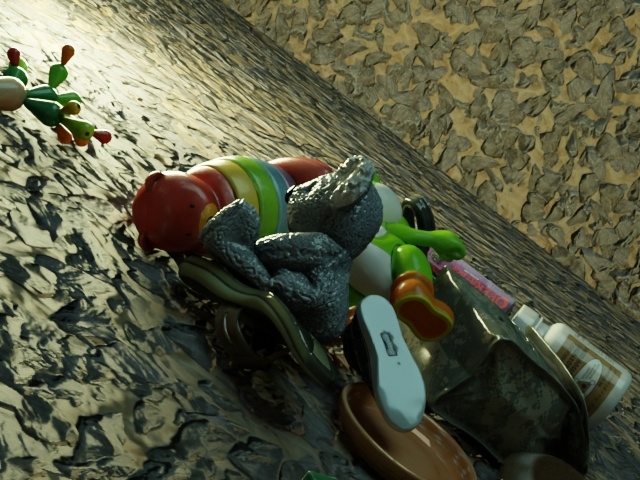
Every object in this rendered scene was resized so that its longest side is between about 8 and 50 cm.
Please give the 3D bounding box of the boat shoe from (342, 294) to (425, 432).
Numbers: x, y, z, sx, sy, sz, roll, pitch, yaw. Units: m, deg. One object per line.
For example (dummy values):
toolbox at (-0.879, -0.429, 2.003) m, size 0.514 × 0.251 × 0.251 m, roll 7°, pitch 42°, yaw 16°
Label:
boat shoe at (0.078, 0.165, 1.352) m, size 0.065 × 0.083 × 0.183 m, roll -1°, pitch 58°, yaw -21°

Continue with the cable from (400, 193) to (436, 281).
cable at (0.176, 0.049, 1.780) m, size 0.072 × 0.287 × 0.139 m, roll -17°, pitch 20°, yaw -20°

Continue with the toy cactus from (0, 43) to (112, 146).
toy cactus at (-0.412, -0.214, 1.565) m, size 0.180 × 0.112 × 0.219 m, roll -3°, pitch 48°, yaw -52°

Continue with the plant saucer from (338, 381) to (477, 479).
plant saucer at (0.101, 0.251, 1.324) m, size 0.200 × 0.037 × 0.200 m, roll 32°, pitch 15°, yaw -10°

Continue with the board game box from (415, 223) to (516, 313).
board game box at (0.203, 0.048, 2.005) m, size 0.347 × 0.056 × 0.208 m, roll 39°, pitch -16°, yaw 15°

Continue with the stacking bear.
stacking bear at (-0.137, -0.041, 1.502) m, size 0.164 × 0.175 × 0.289 m, roll 23°, pitch 15°, yaw 33°

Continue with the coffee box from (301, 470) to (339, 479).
coffee box at (0.010, 0.287, 0.863) m, size 0.040 × 0.113 × 0.184 m, roll 22°, pitch 18°, yaw -38°

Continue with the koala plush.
koala plush at (0.000, 0.000, 1.383) m, size 0.203 × 0.221 × 0.196 m, roll 36°, pitch -14°, yaw 20°

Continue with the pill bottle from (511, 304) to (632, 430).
pill bottle at (0.431, 0.224, 1.948) m, size 0.229 × 0.131 × 0.131 m, roll 37°, pitch 15°, yaw 9°

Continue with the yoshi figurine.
yoshi figurine at (0.096, 0.037, 1.607) m, size 0.204 × 0.203 × 0.362 m, roll 6°, pitch 39°, yaw -14°

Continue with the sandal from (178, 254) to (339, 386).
sandal at (-0.084, 0.109, 1.286) m, size 0.303 × 0.086 × 0.120 m, roll 26°, pitch -20°, yaw 49°

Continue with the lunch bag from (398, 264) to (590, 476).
lunch bag at (0.266, 0.207, 1.577) m, size 0.287 × 0.169 × 0.235 m, roll 40°, pitch 11°, yaw -25°

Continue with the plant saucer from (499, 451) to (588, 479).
plant saucer at (0.321, 0.350, 1.411) m, size 0.199 × 0.036 × 0.198 m, roll 30°, pitch 30°, yaw -19°

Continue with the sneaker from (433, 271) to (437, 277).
sneaker at (0.118, 0.053, 1.902) m, size 0.224 × 0.083 × 0.098 m, roll 19°, pitch 17°, yaw -45°
